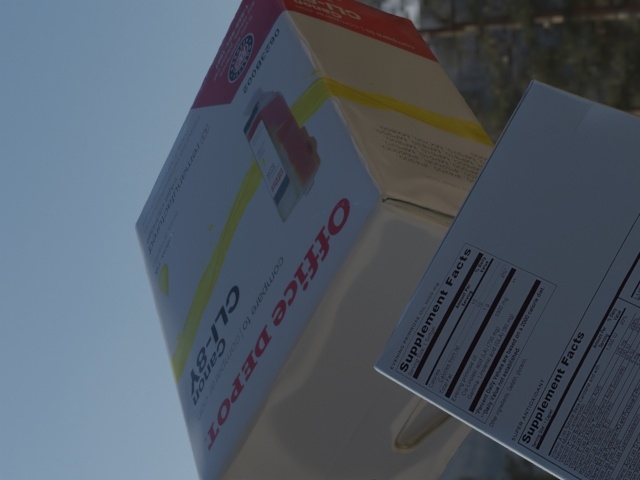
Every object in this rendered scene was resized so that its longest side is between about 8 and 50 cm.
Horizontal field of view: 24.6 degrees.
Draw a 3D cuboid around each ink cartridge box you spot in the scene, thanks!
[{"bbox_3d":[0.000,0.000,1.143,0.279,0.160,0.384,-61,28,23],"label":"ink cartridge box"}]

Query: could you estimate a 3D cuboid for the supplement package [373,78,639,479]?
[{"bbox_3d":[0.177,0.057,0.628,0.194,0.203,0.149,30,-92,-45],"label":"supplement package"}]
